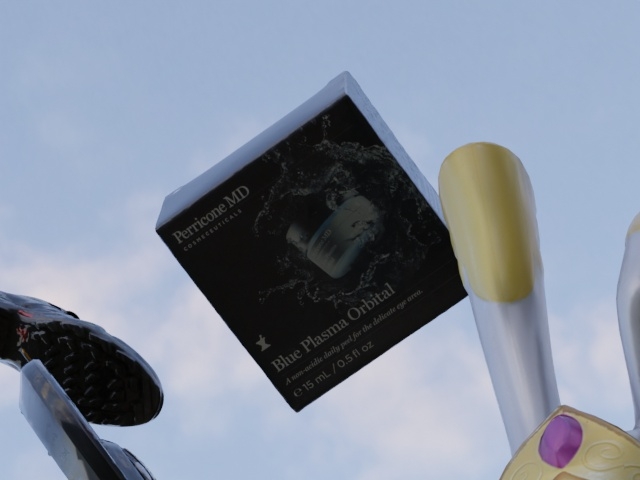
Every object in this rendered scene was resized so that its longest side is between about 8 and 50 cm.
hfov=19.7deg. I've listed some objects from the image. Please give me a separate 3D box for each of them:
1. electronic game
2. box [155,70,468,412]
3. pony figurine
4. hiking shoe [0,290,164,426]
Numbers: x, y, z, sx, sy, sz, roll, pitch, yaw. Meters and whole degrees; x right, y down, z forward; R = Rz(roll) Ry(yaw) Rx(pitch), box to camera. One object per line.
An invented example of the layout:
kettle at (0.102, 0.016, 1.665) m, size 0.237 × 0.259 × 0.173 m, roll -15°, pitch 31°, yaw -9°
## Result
electronic game at (-0.136, 0.177, 1.277) m, size 0.048 × 0.229 × 0.229 m, roll -36°, pitch -55°, yaw -8°
box at (0.000, 0.000, 1.213) m, size 0.156 × 0.093 × 0.158 m, roll -35°, pitch -78°, yaw 9°
pony figurine at (0.119, 0.169, 0.668) m, size 0.302 × 0.363 × 0.351 m, roll -14°, pitch -64°, yaw 15°
hiking shoe at (-0.230, 0.094, 1.658) m, size 0.226 × 0.114 × 0.086 m, roll 25°, pitch -77°, yaw 14°
